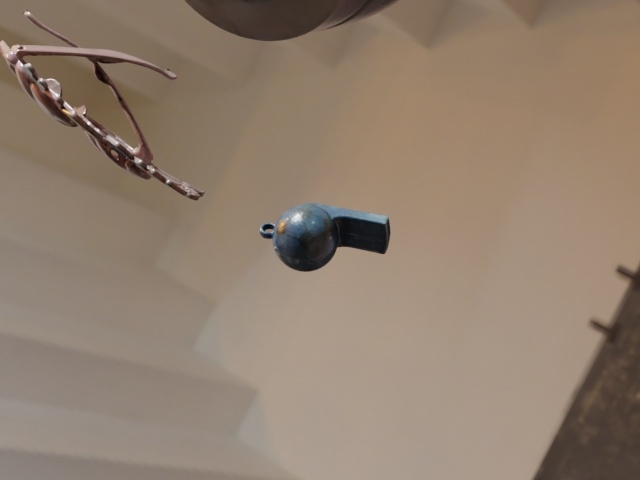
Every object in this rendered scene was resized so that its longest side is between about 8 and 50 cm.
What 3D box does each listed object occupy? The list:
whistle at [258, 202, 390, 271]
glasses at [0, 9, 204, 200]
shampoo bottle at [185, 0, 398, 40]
[{"bbox_3d":[0.000,0.000,1.716,0.158,0.090,0.090,11,-2,14],"label":"whistle"},{"bbox_3d":[-0.185,-0.122,1.287,0.255,0.095,0.162,36,11,-45],"label":"glasses"},{"bbox_3d":[-0.010,-0.334,1.324,0.273,0.273,0.266,28,39,19],"label":"shampoo bottle"}]
